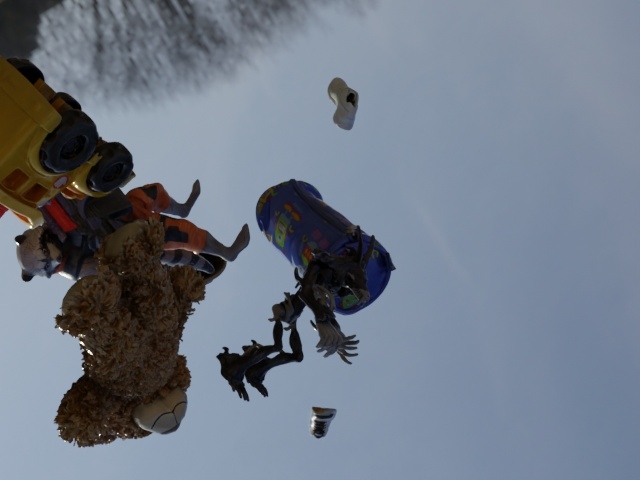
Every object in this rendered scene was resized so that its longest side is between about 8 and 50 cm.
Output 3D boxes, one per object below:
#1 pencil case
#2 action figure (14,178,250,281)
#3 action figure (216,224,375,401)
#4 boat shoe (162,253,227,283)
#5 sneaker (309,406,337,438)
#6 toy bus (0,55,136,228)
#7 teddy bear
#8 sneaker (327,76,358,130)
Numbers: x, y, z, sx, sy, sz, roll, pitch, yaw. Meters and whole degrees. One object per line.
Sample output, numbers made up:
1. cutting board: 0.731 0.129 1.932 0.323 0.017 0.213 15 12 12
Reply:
1. pencil case: 0.000 0.000 1.869 0.119 0.133 0.306 -4 -156 -24
2. action figure: -0.275 0.015 1.712 0.330 0.178 0.341 -7 -139 -30
3. action figure: -0.006 0.113 1.650 0.276 0.141 0.164 -44 156 10
4. boat shoe: -0.276 0.042 2.017 0.110 0.121 0.341 -6 -176 24
5. sneaker: 0.002 0.223 1.448 0.032 0.037 0.083 8 165 2
6. toy bus: -0.361 -0.087 1.448 0.211 0.149 0.220 -49 154 -1
7. teddy bear: -0.214 0.125 1.375 0.113 0.338 0.245 17 -147 15
8. sneaker: 0.053 -0.287 2.389 0.061 0.054 0.152 -60 -153 35
